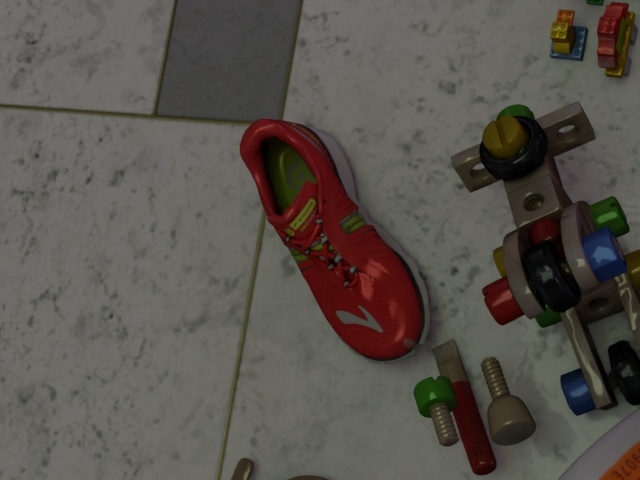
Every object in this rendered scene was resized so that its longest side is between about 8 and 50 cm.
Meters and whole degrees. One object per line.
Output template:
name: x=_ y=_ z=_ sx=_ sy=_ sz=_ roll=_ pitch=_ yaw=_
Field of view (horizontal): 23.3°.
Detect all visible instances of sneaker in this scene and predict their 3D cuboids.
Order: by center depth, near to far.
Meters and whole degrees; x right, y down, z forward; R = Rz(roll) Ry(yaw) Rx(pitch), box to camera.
sneaker: x=0.000 y=0.000 z=1.472 sx=0.107 sy=0.118 sz=0.279 roll=-40 pitch=65 yaw=17

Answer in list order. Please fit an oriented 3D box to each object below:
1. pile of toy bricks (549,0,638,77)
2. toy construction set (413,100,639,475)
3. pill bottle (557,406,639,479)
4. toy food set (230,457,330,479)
pile of toy bricks: x=0.248 y=-0.265 z=1.432 sx=0.118 sy=0.105 sz=0.212 roll=9 pitch=82 yaw=25
toy construction set: x=0.190 y=0.026 z=1.366 sx=0.309 sy=0.257 sz=0.237 roll=-46 pitch=44 yaw=33
pill bottle: x=0.348 y=0.321 z=1.173 sx=0.392 sy=0.224 sz=0.224 roll=41 pitch=96 yaw=29
toy food set: x=-0.016 y=0.289 z=1.469 sx=0.192 sy=0.038 sz=0.132 roll=19 pitch=79 yaw=31
